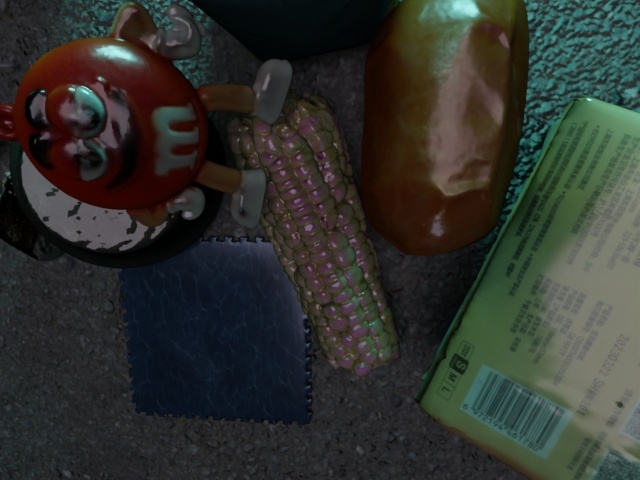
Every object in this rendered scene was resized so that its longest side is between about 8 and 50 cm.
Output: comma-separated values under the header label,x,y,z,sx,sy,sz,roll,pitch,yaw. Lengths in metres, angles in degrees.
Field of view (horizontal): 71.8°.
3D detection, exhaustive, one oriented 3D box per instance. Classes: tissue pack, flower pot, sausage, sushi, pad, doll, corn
label,x,y,z,sx,sy,sz,roll,pitch,yaw
tissue pack,0.263,0.058,0.430,0.238,0.238,0.306,23,103,2
flower pot,-0.210,-0.069,0.458,0.235,0.148,0.236,-3,101,-17
sausage,0.123,-0.114,0.445,0.140,0.153,0.268,12,104,32
sushi,-0.341,-0.051,0.551,0.078,0.090,0.150,33,105,4
pad,-0.142,0.124,0.600,0.268,0.012,0.270,-1,101,8
doll,-0.135,-0.093,0.355,0.217,0.085,0.183,6,109,-29
corn,0.003,-0.001,0.508,0.126,0.127,0.336,-17,103,10

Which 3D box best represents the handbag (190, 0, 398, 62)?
label,x,y,z,sx,sy,sz,roll,pitch,yaw
handbag,-0.033,-0.308,0.381,0.222,0.241,0.263,-5,100,9
